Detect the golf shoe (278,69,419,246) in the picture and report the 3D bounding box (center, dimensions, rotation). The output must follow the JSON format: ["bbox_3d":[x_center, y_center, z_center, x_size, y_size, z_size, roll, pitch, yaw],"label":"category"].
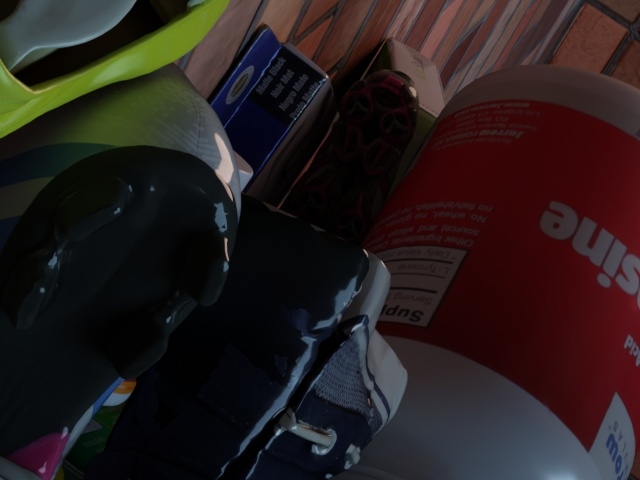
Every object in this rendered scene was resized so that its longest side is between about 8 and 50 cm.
[{"bbox_3d":[0.019,-0.037,1.336,0.186,0.067,0.086,-58,176,13],"label":"golf shoe"}]

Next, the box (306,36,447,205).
[{"bbox_3d":[0.000,0.000,1.528,0.322,0.058,0.232,-60,-172,16],"label":"box"}]

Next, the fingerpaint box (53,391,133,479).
[{"bbox_3d":[-0.211,0.256,1.135,0.371,0.163,0.445,-55,173,2],"label":"fingerpaint box"}]

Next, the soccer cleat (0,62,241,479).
[{"bbox_3d":[-0.154,0.051,0.796,0.331,0.116,0.143,-44,-147,19],"label":"soccer cleat"}]

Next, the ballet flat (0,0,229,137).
[{"bbox_3d":[-0.077,-0.098,0.695,0.077,0.077,0.231,-27,-169,41],"label":"ballet flat"}]

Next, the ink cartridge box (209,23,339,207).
[{"bbox_3d":[-0.069,-0.025,1.252,0.223,0.045,0.224,-55,173,-1],"label":"ink cartridge box"}]

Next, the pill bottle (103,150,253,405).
[{"bbox_3d":[-0.104,0.008,1.013,0.152,0.086,0.086,-56,173,9],"label":"pill bottle"}]

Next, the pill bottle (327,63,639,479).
[{"bbox_3d":[0.107,0.089,1.228,0.407,0.229,0.229,-59,177,-37],"label":"pill bottle"}]

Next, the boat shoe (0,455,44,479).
[{"bbox_3d":[-0.160,0.111,0.691,0.079,0.227,0.081,-28,-137,13],"label":"boat shoe"}]

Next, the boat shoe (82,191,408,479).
[{"bbox_3d":[-0.043,0.094,0.922,0.158,0.127,0.340,-62,168,-13],"label":"boat shoe"}]
